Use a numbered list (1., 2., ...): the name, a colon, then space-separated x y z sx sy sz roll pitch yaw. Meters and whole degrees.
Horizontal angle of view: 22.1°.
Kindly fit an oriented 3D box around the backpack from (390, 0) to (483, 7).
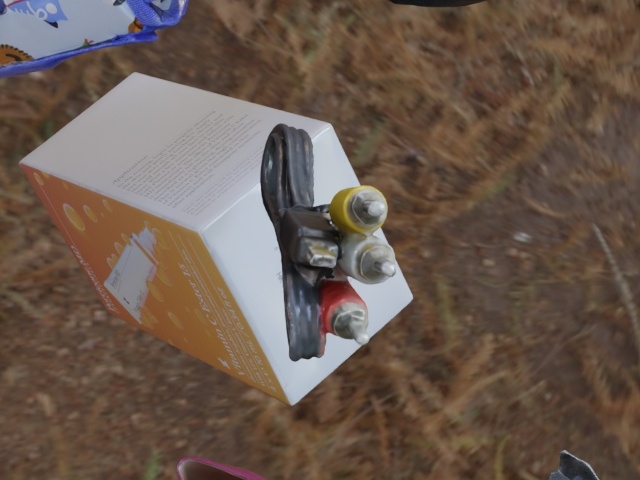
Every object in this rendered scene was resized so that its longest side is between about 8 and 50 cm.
1. backpack: 0.170 -0.360 1.233 0.273 0.355 0.290 31 57 22

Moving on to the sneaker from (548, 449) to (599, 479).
1. sneaker: 0.094 0.187 0.759 0.089 0.051 0.170 41 115 10

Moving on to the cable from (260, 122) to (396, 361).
1. cable: 0.000 0.000 1.246 0.072 0.287 0.139 7 105 -10

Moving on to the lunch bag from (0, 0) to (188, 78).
1. lunch bag: -0.286 -0.337 1.431 0.327 0.239 0.385 -9 86 28

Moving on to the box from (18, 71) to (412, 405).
1. box: -0.109 -0.013 1.607 0.168 0.345 0.215 -40 123 -22

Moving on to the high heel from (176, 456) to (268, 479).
1. high heel: -0.036 0.326 1.689 0.181 0.377 0.127 42 75 -21
